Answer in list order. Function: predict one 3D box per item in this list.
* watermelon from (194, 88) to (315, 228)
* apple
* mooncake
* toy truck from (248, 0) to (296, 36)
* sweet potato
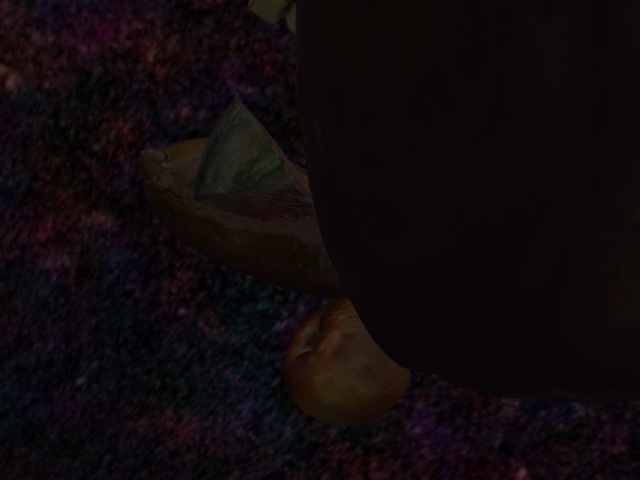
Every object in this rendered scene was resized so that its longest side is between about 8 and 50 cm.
[{"bbox_3d":[-0.042,-0.048,0.890,0.094,0.081,0.180,28,8,0],"label":"watermelon"},{"bbox_3d":[0.026,0.114,1.175,0.102,0.126,0.126,35,51,-20],"label":"apple"},{"bbox_3d":[0.081,-0.066,0.406,0.133,0.245,0.245,-5,64,-17],"label":"mooncake"},{"bbox_3d":[-0.005,-0.206,0.985,0.191,0.085,0.116,34,40,-5],"label":"toy truck"},{"bbox_3d":[0.000,0.001,1.307,0.422,0.130,0.131,25,54,-18],"label":"sweet potato"}]
